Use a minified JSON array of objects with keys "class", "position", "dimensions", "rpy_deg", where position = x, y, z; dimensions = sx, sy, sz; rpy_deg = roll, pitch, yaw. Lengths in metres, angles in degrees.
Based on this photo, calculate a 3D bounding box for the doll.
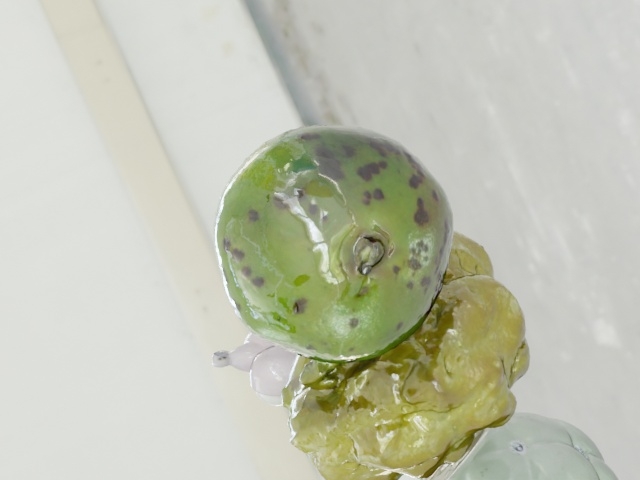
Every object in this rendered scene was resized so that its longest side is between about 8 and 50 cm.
[{"class":"doll","position":[0.034,0.178,2.104],"dimensions":[0.160,0.365,0.094],"rpy_deg":[-80,-5,-64]}]

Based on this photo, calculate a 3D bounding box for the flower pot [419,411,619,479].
[{"class":"flower pot","position":[0.211,0.304,1.680],"dimensions":[0.195,0.246,0.246],"rpy_deg":[41,171,-1]}]

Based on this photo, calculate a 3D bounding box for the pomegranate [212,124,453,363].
[{"class":"pomegranate","position":[0.000,0.000,1.345],"dimensions":[0.263,0.211,0.211],"rpy_deg":[11,126,66]}]

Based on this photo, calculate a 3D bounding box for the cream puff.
[{"class":"cream puff","position":[0.063,0.100,1.503],"dimensions":[0.185,0.282,0.282],"rpy_deg":[46,-174,-39]}]
